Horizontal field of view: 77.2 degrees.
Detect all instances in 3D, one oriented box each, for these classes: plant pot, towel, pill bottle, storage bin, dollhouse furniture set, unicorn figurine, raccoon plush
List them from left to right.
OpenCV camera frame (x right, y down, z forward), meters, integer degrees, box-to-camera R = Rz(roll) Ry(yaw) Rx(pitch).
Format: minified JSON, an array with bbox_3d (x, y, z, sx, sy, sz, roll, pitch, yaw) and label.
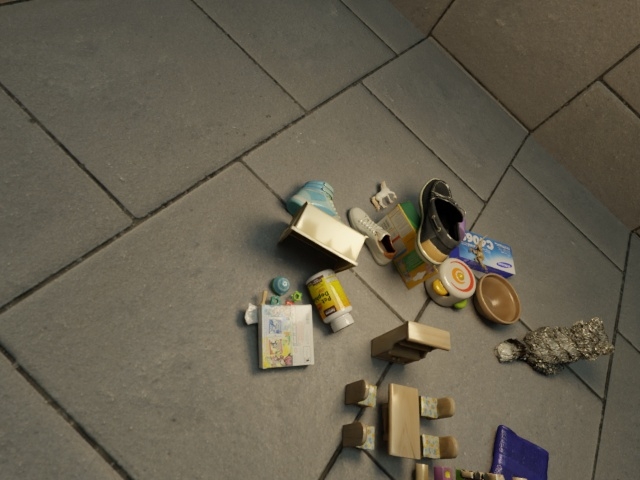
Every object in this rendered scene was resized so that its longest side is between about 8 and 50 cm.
[{"bbox_3d":[0.000,0.000,1.495,0.262,0.260,0.123,29,71,-10],"label":"storage bin"},{"bbox_3d":[0.039,0.222,1.471,0.117,0.117,0.215,-17,72,-34],"label":"pill bottle"},{"bbox_3d":[0.300,-0.216,1.891,0.111,0.060,0.162,49,52,5],"label":"unicorn figurine"},{"bbox_3d":[0.300,0.511,1.357,0.362,0.256,0.394,18,56,-18],"label":"dollhouse furniture set"},{"bbox_3d":[0.785,0.278,1.833,0.237,0.110,0.238,12,59,-21],"label":"plant pot"},{"bbox_3d":[0.726,0.884,1.488,0.227,0.076,0.308,31,53,0],"label":"towel"},{"bbox_3d":[1.029,0.470,1.732,0.446,0.299,0.216,-9,68,-31],"label":"raccoon plush"}]

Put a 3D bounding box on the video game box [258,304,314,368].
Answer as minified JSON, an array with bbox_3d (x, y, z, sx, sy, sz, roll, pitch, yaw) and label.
[{"bbox_3d":[-0.117,0.321,1.355,0.187,0.048,0.205,7,71,-30],"label":"video game box"}]

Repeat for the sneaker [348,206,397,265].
[{"bbox_3d":[0.233,-0.041,1.720,0.105,0.123,0.290,-26,76,-34],"label":"sneaker"}]

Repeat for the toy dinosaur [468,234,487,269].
[{"bbox_3d":[0.749,0.052,1.896,0.092,0.053,0.183,23,63,-33],"label":"toy dinosaur"}]

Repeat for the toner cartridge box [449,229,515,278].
[{"bbox_3d":[0.793,0.065,1.979,0.347,0.075,0.165,16,59,-19],"label":"toner cartridge box"}]

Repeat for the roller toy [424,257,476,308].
[{"bbox_3d":[0.568,0.179,1.752,0.209,0.146,0.191,21,55,-15],"label":"roller toy"}]

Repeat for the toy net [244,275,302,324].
[{"bbox_3d":[-0.173,0.226,1.409,0.232,0.045,0.122,-41,99,-35],"label":"toy net"}]

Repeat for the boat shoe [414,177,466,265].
[{"bbox_3d":[0.496,-0.107,1.629,0.186,0.156,0.500,37,41,-11],"label":"boat shoe"}]

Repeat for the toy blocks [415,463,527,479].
[{"bbox_3d":[0.467,0.849,1.220,0.288,0.309,0.260,18,61,-17],"label":"toy blocks"}]

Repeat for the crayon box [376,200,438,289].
[{"bbox_3d":[0.379,0.022,1.708,0.083,0.203,0.323,-17,72,-34],"label":"crayon box"}]

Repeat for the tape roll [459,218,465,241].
[{"bbox_3d":[0.573,-0.058,1.862,0.189,0.189,0.080,26,53,-12],"label":"tape roll"}]

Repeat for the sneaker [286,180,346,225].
[{"bbox_3d":[0.038,-0.132,1.668,0.319,0.127,0.208,36,54,-6],"label":"sneaker"}]
